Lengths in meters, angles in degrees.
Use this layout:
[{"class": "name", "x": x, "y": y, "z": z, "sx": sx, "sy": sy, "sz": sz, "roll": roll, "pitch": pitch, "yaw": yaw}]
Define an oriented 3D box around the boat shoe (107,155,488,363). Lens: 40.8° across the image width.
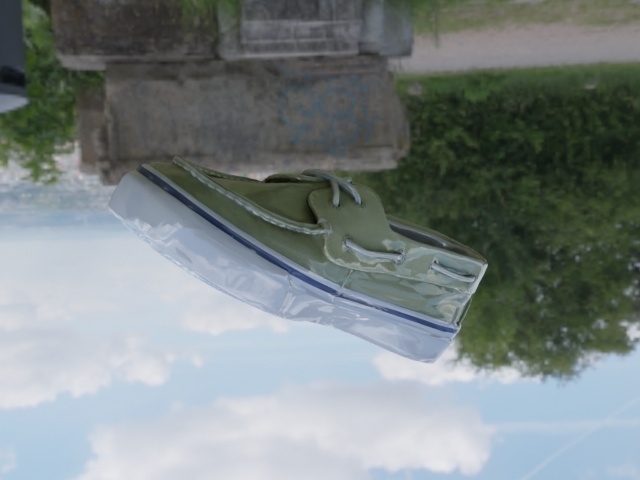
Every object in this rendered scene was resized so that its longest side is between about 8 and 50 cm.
[{"class": "boat shoe", "x": 0.000, "y": 0.000, "z": 0.574, "sx": 0.302, "sy": 0.094, "sz": 0.109, "roll": 24, "pitch": -172, "yaw": -45}]
